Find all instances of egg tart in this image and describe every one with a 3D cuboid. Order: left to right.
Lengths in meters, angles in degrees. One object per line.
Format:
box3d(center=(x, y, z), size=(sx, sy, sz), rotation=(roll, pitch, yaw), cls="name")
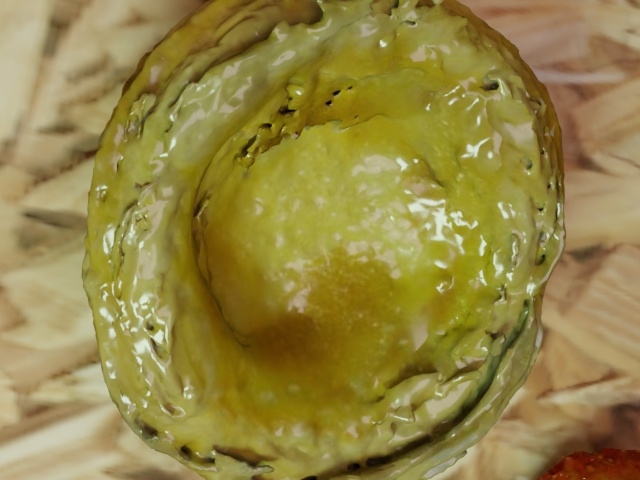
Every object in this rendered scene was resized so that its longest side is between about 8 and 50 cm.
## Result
box3d(center=(0.000, 0.000, 0.860), size=(0.288, 0.118, 0.288), rotation=(-7, 105, -26), cls="egg tart")

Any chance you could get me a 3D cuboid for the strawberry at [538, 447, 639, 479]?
box3d(center=(0.178, 0.205, 1.029), size=(0.121, 0.082, 0.188), rotation=(-19, 117, 7), cls="strawberry")
